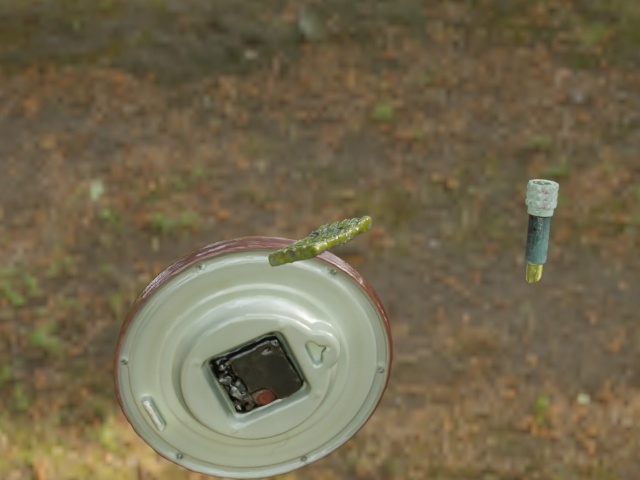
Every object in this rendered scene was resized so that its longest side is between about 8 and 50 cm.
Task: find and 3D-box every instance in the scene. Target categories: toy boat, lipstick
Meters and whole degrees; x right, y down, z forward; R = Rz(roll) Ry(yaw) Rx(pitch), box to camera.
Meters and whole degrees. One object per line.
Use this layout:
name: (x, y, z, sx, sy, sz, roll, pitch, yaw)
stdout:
toy boat: (0.000, 0.000, 1.973, 0.063, 0.016, 0.115, -12, 8, 32)
lipstick: (0.246, -0.009, 2.219, 0.037, 0.116, 0.037, 3, 15, -1)

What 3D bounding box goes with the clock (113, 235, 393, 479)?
clock: (-0.075, 0.139, 2.227, 0.318, 0.318, 0.080, -4, 29, -5)
